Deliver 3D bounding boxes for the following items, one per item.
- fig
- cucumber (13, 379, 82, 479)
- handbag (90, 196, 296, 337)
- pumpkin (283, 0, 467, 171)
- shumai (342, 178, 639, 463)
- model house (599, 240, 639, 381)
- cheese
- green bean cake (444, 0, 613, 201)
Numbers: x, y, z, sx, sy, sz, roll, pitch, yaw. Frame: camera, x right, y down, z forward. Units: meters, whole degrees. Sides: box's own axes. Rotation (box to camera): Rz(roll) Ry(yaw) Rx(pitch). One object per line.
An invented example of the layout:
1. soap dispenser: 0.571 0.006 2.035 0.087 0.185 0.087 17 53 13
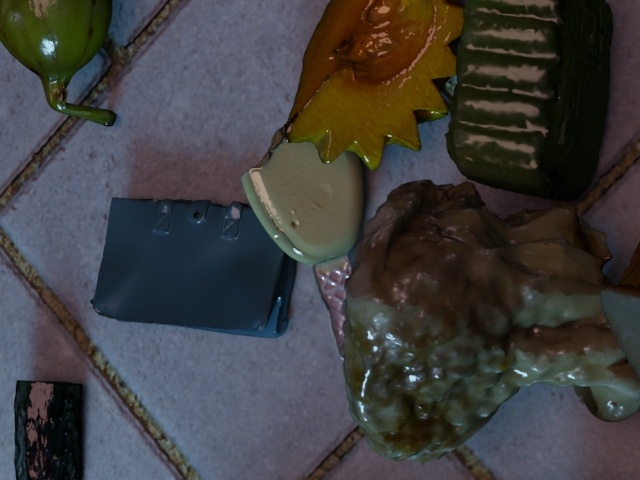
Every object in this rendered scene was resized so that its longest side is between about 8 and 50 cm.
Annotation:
1. fig: -0.301 -0.236 1.855 0.142 0.148 0.186 12 90 29
2. cucumber: -0.311 0.261 1.870 0.078 0.062 0.211 1 87 23
3. handbag: -0.134 0.026 1.816 0.221 0.057 0.144 4 81 25
4. pumpkin: 0.068 -0.188 1.726 0.130 0.149 0.254 35 95 -23
5. shumai: 0.169 0.084 1.548 0.262 0.314 0.267 7 78 19
6. model house: 0.391 0.056 1.510 0.199 0.220 0.229 0 43 32
7. cheese: 0.000 0.000 1.743 0.127 0.050 0.255 -15 89 -12
8. green bean cake: 0.201 -0.148 1.595 0.113 0.200 0.214 8 89 24
